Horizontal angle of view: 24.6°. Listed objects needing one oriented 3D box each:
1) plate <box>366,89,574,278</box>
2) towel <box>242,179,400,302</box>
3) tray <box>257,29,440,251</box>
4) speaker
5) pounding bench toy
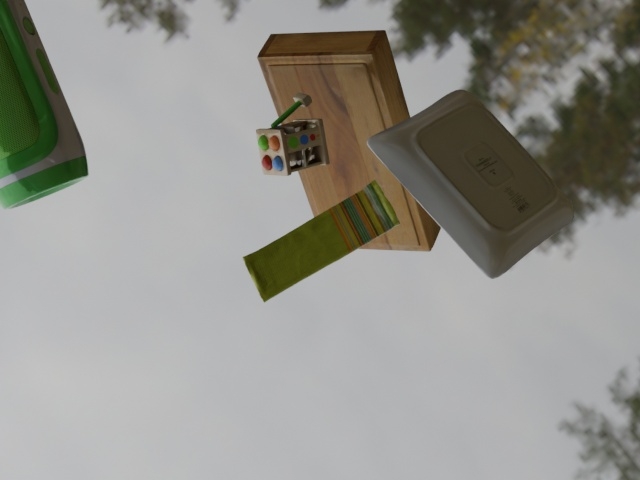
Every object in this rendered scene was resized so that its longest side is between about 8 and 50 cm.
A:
[{"bbox_3d":[0.240,-0.100,2.195,0.278,0.045,0.277,49,-139,9],"label":"plate"},{"bbox_3d":[0.000,0.000,2.201,0.021,0.237,0.102,59,-178,-42],"label":"towel"},{"bbox_3d":[0.053,-0.156,2.432,0.076,0.203,0.411,-63,-35,-42],"label":"tray"},{"bbox_3d":[-0.376,-0.191,1.709,0.296,0.131,0.131,68,-157,-2],"label":"speaker"},{"bbox_3d":[-0.037,-0.118,1.633,0.065,0.052,0.083,-17,-77,-32],"label":"pounding bench toy"}]
